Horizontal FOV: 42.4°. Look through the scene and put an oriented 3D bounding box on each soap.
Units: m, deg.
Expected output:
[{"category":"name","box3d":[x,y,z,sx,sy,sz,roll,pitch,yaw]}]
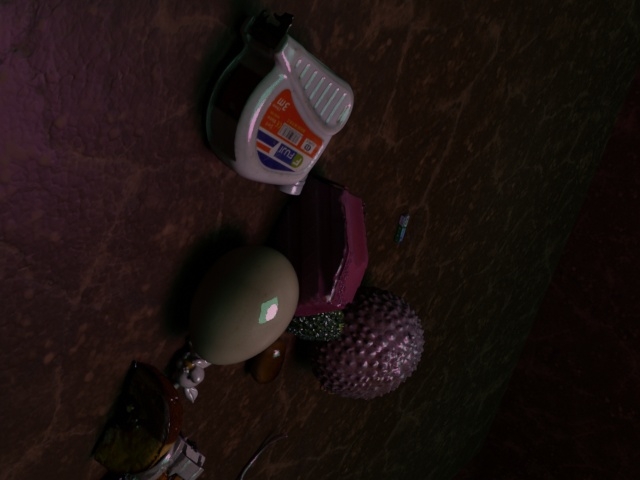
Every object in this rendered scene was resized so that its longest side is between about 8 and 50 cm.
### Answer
[{"category":"soap","box3d":[0.000,0.000,1.691,0.112,0.182,0.289,24,59,-58]}]

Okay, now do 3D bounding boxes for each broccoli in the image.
[{"category":"broccoli","box3d":[-0.011,0.127,1.857,0.194,0.194,0.219,-49,126,-17]}]

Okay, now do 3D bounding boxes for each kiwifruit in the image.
[{"category":"kiwifruit","box3d":[-0.121,0.272,1.892,0.075,0.075,0.124,-21,139,-48]}]

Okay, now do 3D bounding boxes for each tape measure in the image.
[{"category":"tape measure","box3d":[-0.077,-0.231,1.420,0.265,0.130,0.258,-55,149,6]}]

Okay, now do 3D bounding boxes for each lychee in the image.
[{"category":"lychee","box3d":[0.115,0.261,2.047,0.300,0.300,0.300,-38,146,-32]}]

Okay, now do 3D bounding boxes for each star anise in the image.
[{"category":"star anise","box3d":[-0.183,0.624,2.123,0.218,0.148,0.227,-3,95,-19]}]

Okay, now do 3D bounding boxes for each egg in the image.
[{"category":"egg","box3d":[-0.150,0.126,1.578,0.253,0.188,0.188,-56,152,3]}]

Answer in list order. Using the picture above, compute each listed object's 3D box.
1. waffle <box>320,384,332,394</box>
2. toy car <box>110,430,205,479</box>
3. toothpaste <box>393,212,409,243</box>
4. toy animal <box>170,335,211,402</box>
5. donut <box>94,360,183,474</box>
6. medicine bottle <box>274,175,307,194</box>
[{"category":"waffle","box3d":[0.063,0.351,2.287,0.102,0.042,0.148,-12,127,-51]},{"category":"toy car","box3d":[-0.370,0.524,1.702,0.301,0.118,0.193,-48,153,-16]},{"category":"toothpaste","box3d":[0.214,-0.032,2.182,0.020,0.017,0.083,-24,137,-46]},{"category":"toy animal","box3d":[-0.258,0.255,1.661,0.124,0.071,0.085,-58,171,-19]},{"category":"donut","box3d":[-0.335,0.355,1.587,0.217,0.141,0.085,-59,159,11]},{"category":"medicine bottle","box3d":[-0.051,-0.141,1.613,0.058,0.058,0.091,-7,123,-55]}]
